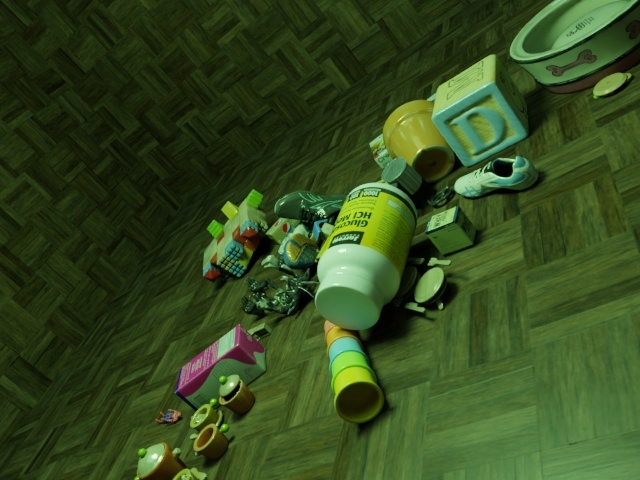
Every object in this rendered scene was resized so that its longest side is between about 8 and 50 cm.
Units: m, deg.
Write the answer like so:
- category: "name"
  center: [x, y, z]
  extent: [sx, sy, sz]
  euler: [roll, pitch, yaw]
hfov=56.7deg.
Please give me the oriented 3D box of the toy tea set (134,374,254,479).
- category: "toy tea set"
  center: [-0.306, 0.457, 1.413]
  extent: [0.200, 0.124, 0.336]
  euler: [-16, 33, 48]

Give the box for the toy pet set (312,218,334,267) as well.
- category: "toy pet set"
  center: [0.000, 0.000, 1.778]
  extent: [0.114, 0.065, 0.122]
  euler: [103, -167, -49]

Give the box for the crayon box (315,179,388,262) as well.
- category: "crayon box"
  center: [0.138, -0.052, 1.696]
  extent: [0.202, 0.081, 0.318]
  euler: [-19, 31, 45]

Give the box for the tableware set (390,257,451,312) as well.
- category: "tableware set"
  center: [0.222, 0.102, 1.318]
  extent: [0.128, 0.039, 0.194]
  euler: [-59, 19, -11]

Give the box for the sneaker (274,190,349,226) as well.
- category: "sneaker"
  center: [-0.011, -0.096, 1.882]
  extent: [0.268, 0.101, 0.106]
  euler: [-3, 41, -7]

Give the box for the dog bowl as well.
- category: "dog bowl"
  center: [0.722, -0.554, 1.571]
  extent: [0.408, 0.150, 0.408]
  euler: [-35, 23, 17]

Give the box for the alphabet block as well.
- category: "alphabet block"
  center: [0.437, -0.354, 1.621]
  extent: [0.194, 0.192, 0.197]
  euler: [-26, 27, 32]

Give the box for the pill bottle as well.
- category: "pill bottle"
  center: [0.103, 0.034, 1.357]
  extent: [0.188, 0.188, 0.333]
  euler: [-25, 29, 37]

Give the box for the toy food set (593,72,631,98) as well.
- category: "toy food set"
  center: [0.702, -0.377, 1.437]
  extent: [0.083, 0.020, 0.083]
  euler: [-47, 22, -13]

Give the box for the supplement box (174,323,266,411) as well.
- category: "supplement box"
  center: [-0.262, 0.344, 1.576]
  extent: [0.220, 0.111, 0.114]
  euler: [-37, 21, 10]

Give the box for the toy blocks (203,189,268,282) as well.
- category: "toy blocks"
  center: [-0.322, 0.025, 2.229]
  extent: [0.381, 0.191, 0.260]
  euler: [-50, 24, 17]

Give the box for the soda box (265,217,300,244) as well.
- category: "soda box"
  center: [-0.117, -0.067, 2.197]
  extent: [0.181, 0.058, 0.061]
  euler: [-49, 22, -16]

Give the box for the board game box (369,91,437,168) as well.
- category: "board game box"
  center: [0.315, -0.386, 2.077]
  extent: [0.305, 0.053, 0.193]
  euler: [-36, 21, 14]

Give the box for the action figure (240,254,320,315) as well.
- category: "action figure"
  center: [-0.132, 0.141, 1.707]
  extent: [0.276, 0.141, 0.164]
  euler: [-20, 42, 46]

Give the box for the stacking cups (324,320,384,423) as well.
- category: "stacking cups"
  center: [0.054, 0.257, 1.250]
  extent: [0.096, 0.096, 0.316]
  euler: [-40, 17, 5]

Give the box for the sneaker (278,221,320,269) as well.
- category: "sneaker"
  center: [-0.074, 0.038, 1.873]
  extent: [0.131, 0.112, 0.296]
  euler: [-44, 8, 21]

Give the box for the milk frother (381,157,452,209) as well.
- category: "milk frother"
  center: [0.262, -0.152, 1.597]
  extent: [0.143, 0.135, 0.129]
  euler: [-30, 38, 33]

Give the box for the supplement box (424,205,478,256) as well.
- category: "supplement box"
  center: [0.299, -0.020, 1.353]
  extent: [0.083, 0.083, 0.056]
  euler: [-24, 28, 38]

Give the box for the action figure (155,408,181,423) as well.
- category: "action figure"
  center: [-0.427, 0.499, 1.680]
  extent: [0.115, 0.030, 0.038]
  euler: [-19, 26, 41]

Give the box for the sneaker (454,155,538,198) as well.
- category: "sneaker"
  center: [0.411, -0.158, 1.429]
  extent: [0.085, 0.086, 0.237]
  euler: [-53, 23, -23]

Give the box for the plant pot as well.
- category: "plant pot"
  center: [0.300, -0.271, 1.716]
  extent: [0.205, 0.205, 0.187]
  euler: [-34, 38, 19]

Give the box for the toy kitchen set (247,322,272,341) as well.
- category: "toy kitchen set"
  center: [-0.194, 0.270, 1.661]
  extent: [0.075, 0.068, 0.083]
  euler: [-28, 25, 32]
